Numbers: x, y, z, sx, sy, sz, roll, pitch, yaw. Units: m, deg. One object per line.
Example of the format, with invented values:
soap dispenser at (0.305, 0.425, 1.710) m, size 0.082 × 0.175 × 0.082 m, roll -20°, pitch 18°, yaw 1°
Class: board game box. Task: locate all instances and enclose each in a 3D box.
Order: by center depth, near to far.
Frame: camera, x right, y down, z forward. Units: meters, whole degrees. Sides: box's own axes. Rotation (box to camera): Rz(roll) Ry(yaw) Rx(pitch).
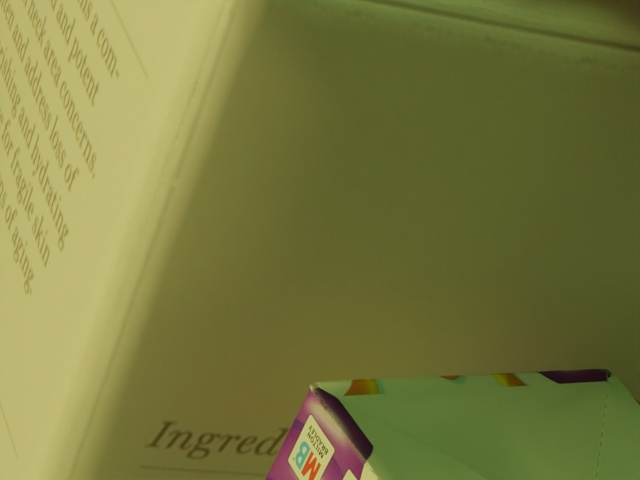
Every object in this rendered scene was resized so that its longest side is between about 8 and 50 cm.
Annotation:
board game box at (0.031, 0.195, 0.614) m, size 0.144 × 0.275 × 0.142 m, roll 2°, pitch 35°, yaw -38°

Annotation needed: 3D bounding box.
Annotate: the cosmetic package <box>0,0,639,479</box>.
cosmetic package at (0.000, 0.000, 0.792) m, size 0.327 × 0.394 × 0.329 m, roll 7°, pitch 33°, yaw -26°
